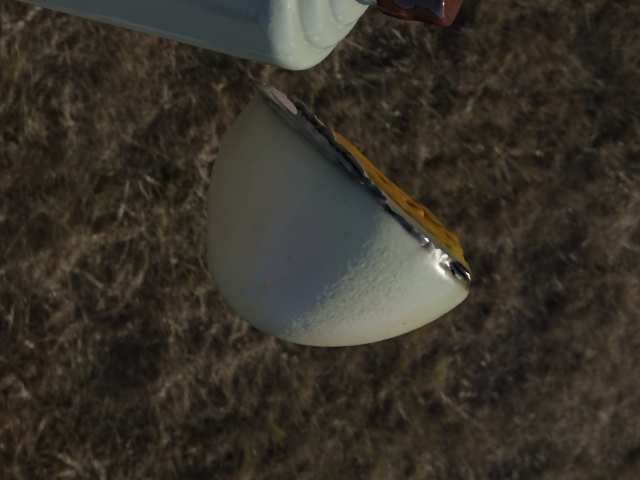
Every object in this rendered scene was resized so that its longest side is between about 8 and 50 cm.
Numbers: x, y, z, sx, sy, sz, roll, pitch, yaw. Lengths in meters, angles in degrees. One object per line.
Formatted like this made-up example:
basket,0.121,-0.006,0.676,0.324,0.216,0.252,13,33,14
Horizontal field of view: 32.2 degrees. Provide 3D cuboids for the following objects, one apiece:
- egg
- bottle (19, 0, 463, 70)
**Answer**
egg,-0.004,-0.003,0.996,0.264,0.286,0.174,45,99,4
bottle,-0.055,-0.136,0.472,0.245,0.104,0.104,16,125,19
